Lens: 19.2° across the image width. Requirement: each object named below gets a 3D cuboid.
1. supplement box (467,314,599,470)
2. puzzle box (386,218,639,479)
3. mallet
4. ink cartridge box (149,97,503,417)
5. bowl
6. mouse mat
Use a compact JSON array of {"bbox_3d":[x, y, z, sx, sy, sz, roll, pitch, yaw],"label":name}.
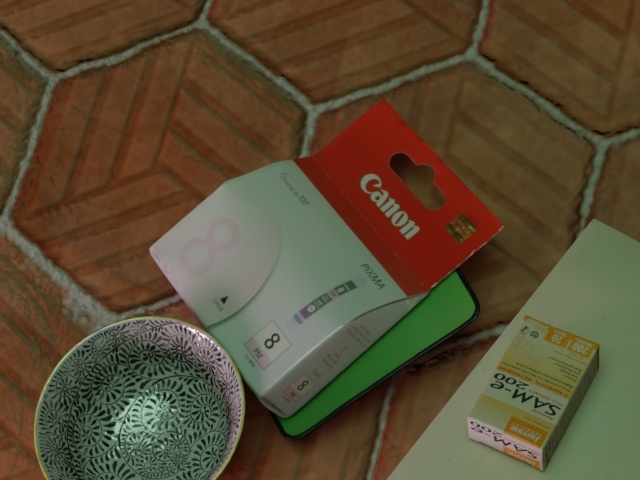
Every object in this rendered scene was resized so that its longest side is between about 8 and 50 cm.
[{"bbox_3d":[0.157,0.111,1.386,0.062,0.036,0.098,22,62,20],"label":"supplement box"},{"bbox_3d":[0.201,0.196,1.378,0.272,0.052,0.409,31,65,23],"label":"puzzle box"},{"bbox_3d":[0.052,0.014,1.548,0.062,0.039,0.190,-27,58,2],"label":"mallet"},{"bbox_3d":[0.000,0.000,1.521,0.232,0.066,0.189,-43,53,4],"label":"ink cartridge box"},{"bbox_3d":[-0.133,0.152,1.493,0.170,0.080,0.170,-5,64,10],"label":"bowl"},{"bbox_3d":[0.022,0.056,1.516,0.189,0.007,0.153,-34,53,6],"label":"mouse mat"}]
